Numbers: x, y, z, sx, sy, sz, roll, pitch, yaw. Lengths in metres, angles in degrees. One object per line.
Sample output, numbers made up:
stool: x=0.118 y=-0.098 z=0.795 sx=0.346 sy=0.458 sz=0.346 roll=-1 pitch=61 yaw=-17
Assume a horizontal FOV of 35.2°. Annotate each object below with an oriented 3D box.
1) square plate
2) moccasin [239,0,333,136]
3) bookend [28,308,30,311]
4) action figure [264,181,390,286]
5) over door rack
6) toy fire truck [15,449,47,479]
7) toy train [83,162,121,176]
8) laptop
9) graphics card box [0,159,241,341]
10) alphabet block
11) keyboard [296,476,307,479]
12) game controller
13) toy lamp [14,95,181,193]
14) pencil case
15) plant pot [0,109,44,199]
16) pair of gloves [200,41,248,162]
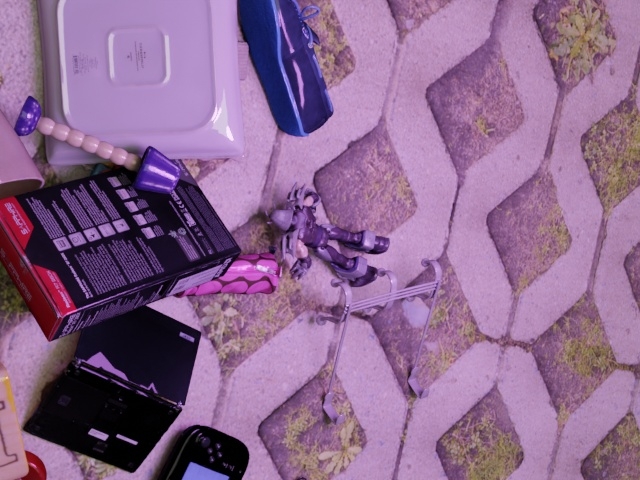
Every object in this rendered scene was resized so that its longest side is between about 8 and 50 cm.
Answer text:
square plate: x=-0.310 y=-0.308 z=1.726 sx=0.344 sy=0.049 sz=0.347 roll=-3 pitch=93 yaw=-2
moccasin: x=-0.063 y=-0.370 z=1.919 sx=0.117 sy=0.138 sz=0.341 roll=-30 pitch=122 yaw=-28
bookend: x=-0.421 y=0.055 z=1.774 sx=0.156 sy=0.072 sz=0.157 roll=5 pitch=93 yaw=-30
action figure: x=0.000 y=0.000 z=1.979 sx=0.285 sy=0.099 sz=0.185 roll=26 pitch=71 yaw=-35
over door rack: x=0.114 y=0.196 z=2.061 sx=0.240 sy=0.108 sz=0.324 roll=-12 pitch=122 yaw=-27
toy fire truck: x=-0.546 y=0.525 z=1.717 sx=0.254 sy=0.169 sz=0.302 roll=-33 pitch=111 yaw=3
toy train: x=-0.376 y=-0.162 z=1.794 sx=0.125 sy=0.046 sz=0.166 roll=-26 pitch=106 yaw=-24
laptop: x=-0.376 y=0.256 z=1.853 sx=0.234 sy=0.136 sz=0.264 roll=30 pitch=106 yaw=-27
graphics card box: x=-0.343 y=0.000 z=1.692 sx=0.371 sy=0.094 sz=0.232 roll=-22 pitch=69 yaw=-40
alphabet block: x=-0.601 y=0.290 z=1.619 sx=0.197 sy=0.192 sz=0.193 roll=-15 pitch=112 yaw=-26
keyboard: x=-0.037 y=0.538 z=2.064 sx=0.180 sy=0.023 sz=0.108 roll=21 pitch=91 yaw=-30
game controller: x=-0.254 y=0.510 z=1.914 sx=0.166 sy=0.067 sz=0.319 roll=31 pitch=80 yaw=-28
toy lamp: x=-0.367 y=-0.152 z=1.680 sx=0.275 sy=0.080 sz=0.080 roll=24 pitch=83 yaw=-13
pencil case: x=-0.181 y=0.062 z=1.895 sx=0.209 sy=0.098 sz=0.095 roll=-3 pitch=97 yaw=-28
plant pot: x=-0.605 y=-0.172 z=1.575 sx=0.257 sy=0.256 sz=0.274 roll=-22 pitch=88 yaw=-26
pair of gloves: x=-0.199 y=-0.265 z=1.838 sx=0.204 sy=0.042 sz=0.240 roll=6 pitch=90 yaw=-55
